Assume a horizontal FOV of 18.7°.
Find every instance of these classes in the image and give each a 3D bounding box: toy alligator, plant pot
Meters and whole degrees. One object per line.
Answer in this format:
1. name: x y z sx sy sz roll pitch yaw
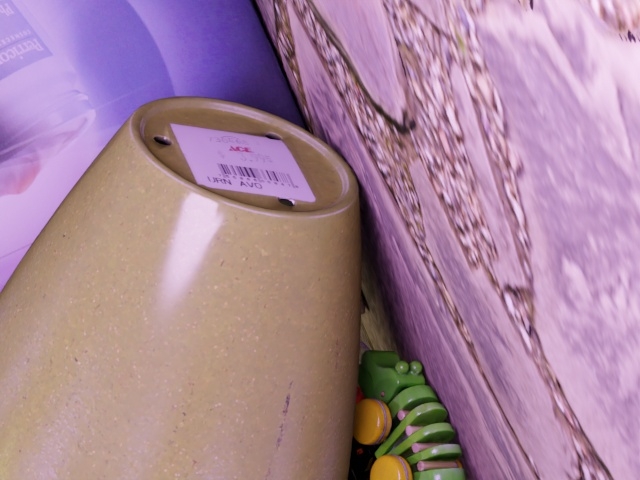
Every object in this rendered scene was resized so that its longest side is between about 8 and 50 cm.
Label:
1. toy alligator: 0.052 0.101 1.204 0.051 0.056 0.190 -43 55 38
2. plant pot: -0.085 0.075 1.151 0.294 0.274 0.275 -69 29 26

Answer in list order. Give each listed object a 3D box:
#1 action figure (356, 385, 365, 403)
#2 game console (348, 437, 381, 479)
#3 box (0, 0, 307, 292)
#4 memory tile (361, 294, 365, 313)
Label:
1. action figure: 0.064 0.204 1.407 0.280 0.139 0.091 43 -179 -24
2. game console: 0.022 0.195 1.976 0.361 0.044 0.213 -120 7 -52
3. box: -0.201 -0.140 1.252 0.294 0.296 0.183 66 175 -22
4. memory tile: 0.000 0.000 1.439 0.148 0.012 0.113 -154 39 -81
